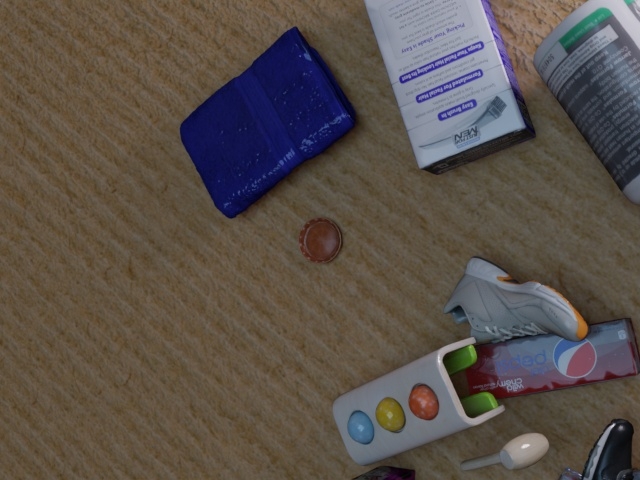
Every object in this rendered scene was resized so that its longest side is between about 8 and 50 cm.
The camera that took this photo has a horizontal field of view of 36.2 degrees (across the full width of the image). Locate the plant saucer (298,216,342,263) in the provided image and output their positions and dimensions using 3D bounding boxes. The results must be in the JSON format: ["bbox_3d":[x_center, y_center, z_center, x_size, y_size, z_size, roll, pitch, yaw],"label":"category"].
[{"bbox_3d":[0.000,0.000,1.748,0.083,0.013,0.083,-1,88,23],"label":"plant saucer"}]

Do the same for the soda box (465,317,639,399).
[{"bbox_3d":[0.363,0.190,1.545,0.263,0.083,0.092,-14,82,23],"label":"soda box"}]

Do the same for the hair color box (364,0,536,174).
[{"bbox_3d":[0.209,-0.299,1.617,0.185,0.110,0.339,-20,79,20],"label":"hair color box"}]

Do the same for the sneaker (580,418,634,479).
[{"bbox_3d":[0.437,0.407,1.433,0.124,0.107,0.283,16,90,27],"label":"sneaker"}]

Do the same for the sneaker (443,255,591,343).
[{"bbox_3d":[0.298,0.122,1.516,0.121,0.099,0.262,-53,34,-8],"label":"sneaker"}]

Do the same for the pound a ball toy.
[{"bbox_3d":[0.171,0.292,1.534,0.319,0.135,0.208,-33,75,47],"label":"pound a ball toy"}]

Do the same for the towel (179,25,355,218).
[{"bbox_3d":[-0.097,-0.207,1.771,0.308,0.076,0.228,-36,68,19],"label":"towel"}]

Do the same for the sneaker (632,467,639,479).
[{"bbox_3d":[0.502,0.475,1.482,0.125,0.104,0.262,-12,77,37],"label":"sneaker"}]

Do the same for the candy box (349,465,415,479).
[{"bbox_3d":[0.094,0.503,1.611,0.071,0.159,0.233,2,88,25],"label":"candy box"}]

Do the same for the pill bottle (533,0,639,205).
[{"bbox_3d":[0.492,-0.181,1.435,0.204,0.204,0.361,-36,75,19],"label":"pill bottle"}]

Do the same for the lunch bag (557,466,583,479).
[{"bbox_3d":[0.384,0.402,1.528,0.053,0.083,0.071,28,99,22],"label":"lunch bag"}]
